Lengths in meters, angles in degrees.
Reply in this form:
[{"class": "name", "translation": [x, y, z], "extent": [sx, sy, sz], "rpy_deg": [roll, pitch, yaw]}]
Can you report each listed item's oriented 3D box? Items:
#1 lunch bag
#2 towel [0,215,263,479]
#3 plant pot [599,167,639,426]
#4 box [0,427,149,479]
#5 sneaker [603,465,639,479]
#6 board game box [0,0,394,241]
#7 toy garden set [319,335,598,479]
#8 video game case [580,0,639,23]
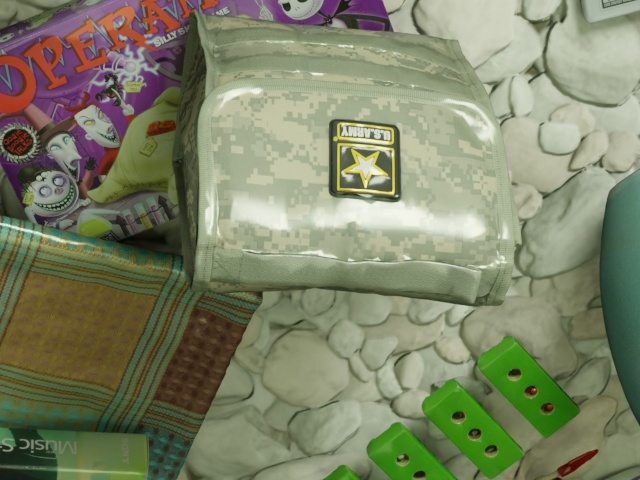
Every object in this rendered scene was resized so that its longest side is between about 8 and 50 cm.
[{"class": "lunch bag", "translation": [0.012, -0.052, 1.345], "extent": [0.235, 0.287, 0.169], "rpy_deg": [4, 118, -11]}, {"class": "towel", "translation": [-0.263, 0.092, 1.543], "extent": [0.370, 0.040, 0.271], "rpy_deg": [13, 129, -17]}, {"class": "plant pot", "translation": [0.356, 0.007, 1.523], "extent": [0.290, 0.290, 0.195], "rpy_deg": [-30, 83, 7]}, {"class": "box", "translation": [-0.329, 0.267, 1.624], "extent": [0.322, 0.058, 0.232], "rpy_deg": [3, 130, -12]}, {"class": "sneaker", "translation": [0.373, 0.295, 1.726], "extent": [0.282, 0.161, 0.102], "rpy_deg": [-14, 122, 0]}, {"class": "board game box", "translation": [-0.106, -0.130, 1.473], "extent": [0.347, 0.056, 0.208], "rpy_deg": [-22, 116, 3]}, {"class": "toy garden set", "translation": [0.147, 0.223, 1.713], "extent": [0.244, 0.049, 0.204], "rpy_deg": [-39, 116, 11]}, {"class": "video game case", "translation": [0.300, -0.283, 1.471], "extent": [0.190, 0.022, 0.173], "rpy_deg": [-14, 121, -1]}]
